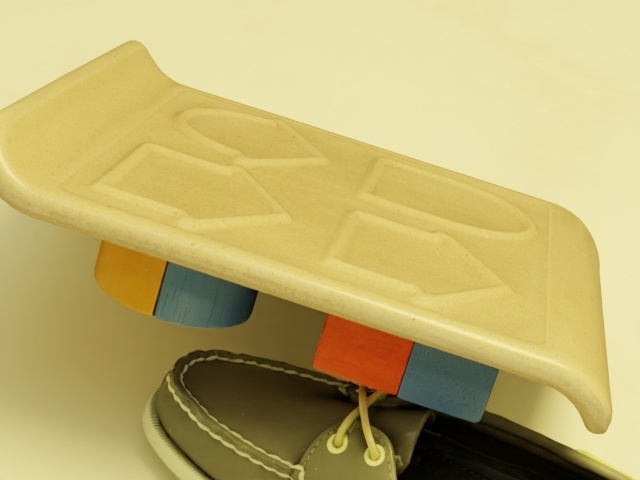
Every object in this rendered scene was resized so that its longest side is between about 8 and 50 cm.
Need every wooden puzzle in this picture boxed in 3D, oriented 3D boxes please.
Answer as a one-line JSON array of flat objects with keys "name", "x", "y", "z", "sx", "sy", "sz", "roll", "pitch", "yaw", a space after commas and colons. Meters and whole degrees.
[{"name": "wooden puzzle", "x": 0.000, "y": 0.000, "z": 0.941, "sx": 0.348, "sy": 0.080, "sz": 0.322, "roll": 22, "pitch": 17, "yaw": 2}]

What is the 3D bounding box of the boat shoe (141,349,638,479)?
[{"name": "boat shoe", "x": 0.049, "y": 0.125, "z": 0.870, "sx": 0.305, "sy": 0.091, "sz": 0.109, "roll": 23, "pitch": 42, "yaw": 9}]
